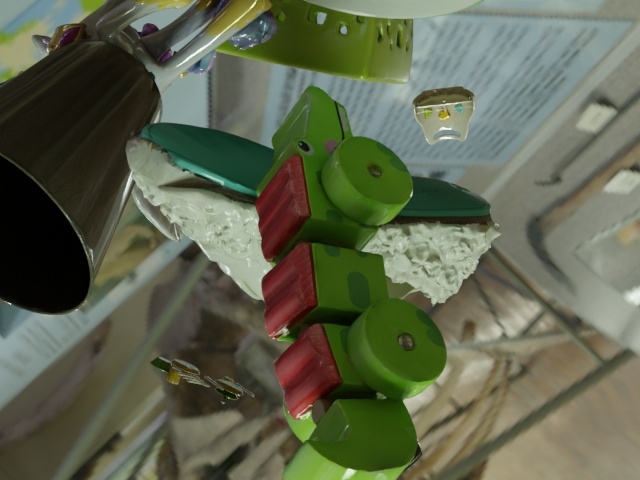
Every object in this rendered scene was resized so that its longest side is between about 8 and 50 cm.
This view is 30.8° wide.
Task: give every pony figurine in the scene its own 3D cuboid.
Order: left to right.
[{"bbox_3d":[-0.223,-0.192,1.322,0.303,0.363,0.351,54,-171,20],"label":"pony figurine"}]

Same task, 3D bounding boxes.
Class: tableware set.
[{"bbox_3d":[-0.179,0.209,1.732,0.104,0.024,0.154,28,-176,41],"label":"tableware set"}]

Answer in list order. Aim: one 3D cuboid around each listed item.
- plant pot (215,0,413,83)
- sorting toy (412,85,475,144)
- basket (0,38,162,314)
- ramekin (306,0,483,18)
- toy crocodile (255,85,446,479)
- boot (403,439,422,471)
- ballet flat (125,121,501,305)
[{"bbox_3d":[0.010,-0.334,1.577,0.228,0.207,0.227,15,-170,17],"label":"plant pot"},{"bbox_3d":[0.169,-0.166,1.575,0.045,0.083,0.075,-87,-10,-59],"label":"sorting toy"},{"bbox_3d":[-0.248,-0.078,1.091,0.154,0.227,0.204,-19,119,32],"label":"basket"},{"bbox_3d":[0.034,-0.297,0.881,0.303,0.148,0.303,14,163,4],"label":"ramekin"},{"bbox_3d":[0.004,0.031,0.812,0.105,0.115,0.341,12,-129,-29],"label":"toy crocodile"},{"bbox_3d":[0.066,0.361,1.451,0.179,0.236,0.085,52,-169,-6],"label":"boot"},{"bbox_3d":[0.000,0.000,1.037,0.408,0.147,0.147,9,-164,-39],"label":"ballet flat"}]
